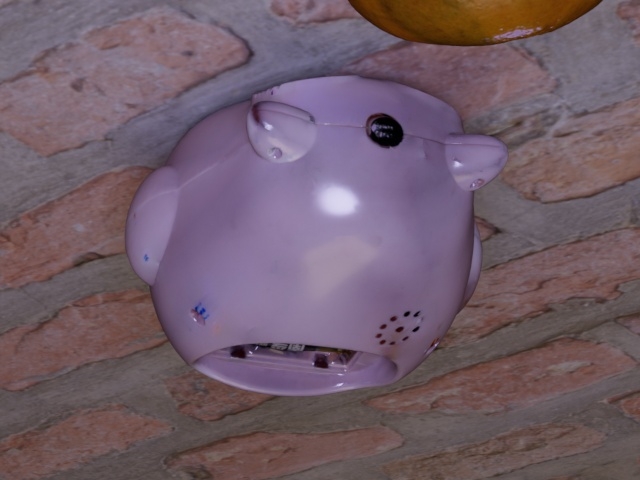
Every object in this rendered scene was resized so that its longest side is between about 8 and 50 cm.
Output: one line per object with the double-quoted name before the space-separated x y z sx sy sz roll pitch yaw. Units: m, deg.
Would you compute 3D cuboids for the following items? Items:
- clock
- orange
"clock" 0.000 0.000 1.962 0.368 0.250 0.377 8 152 -17
"orange" 0.123 -0.246 1.532 0.240 0.240 0.171 -7 110 13
